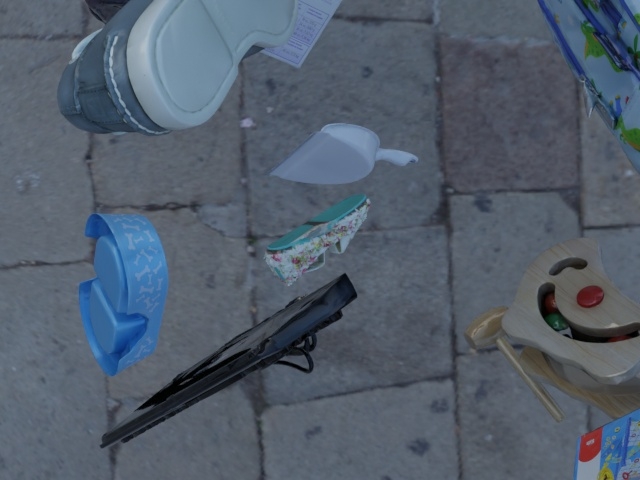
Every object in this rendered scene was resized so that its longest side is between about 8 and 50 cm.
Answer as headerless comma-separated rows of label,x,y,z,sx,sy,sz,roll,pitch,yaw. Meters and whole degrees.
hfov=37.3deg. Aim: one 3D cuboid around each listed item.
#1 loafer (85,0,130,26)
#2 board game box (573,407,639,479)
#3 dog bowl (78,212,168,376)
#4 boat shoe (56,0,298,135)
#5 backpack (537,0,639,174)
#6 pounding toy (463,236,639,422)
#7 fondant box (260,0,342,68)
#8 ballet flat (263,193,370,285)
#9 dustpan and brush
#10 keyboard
loafer,-0.257,-0.316,1.194,0.095,0.302,0.109,-15,103,-13
board game box,0.407,0.198,0.724,0.308,0.302,0.086,23,55,-10
dog bowl,-0.302,0.079,1.456,0.074,0.297,0.166,-15,53,-30
boat shoe,-0.102,-0.176,0.750,0.116,0.099,0.319,65,28,-26
backpack,0.311,-0.225,0.762,0.290,0.356,0.273,-30,140,10
pounding toy,0.297,0.107,1.036,0.154,0.269,0.155,-42,125,-17
fondant box,-0.017,-0.423,1.213,0.096,0.238,0.330,15,120,-37
ballet flat,0.000,0.000,1.612,0.241,0.091,0.077,-31,112,-35
dustpan and brush,0.050,-0.118,1.327,0.211,0.147,0.060,15,62,-27
keyboard,-0.040,0.072,0.502,0.100,0.192,0.038,-38,93,-41
